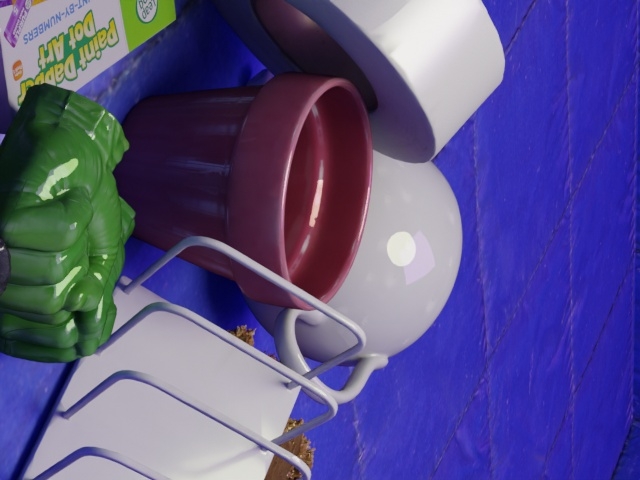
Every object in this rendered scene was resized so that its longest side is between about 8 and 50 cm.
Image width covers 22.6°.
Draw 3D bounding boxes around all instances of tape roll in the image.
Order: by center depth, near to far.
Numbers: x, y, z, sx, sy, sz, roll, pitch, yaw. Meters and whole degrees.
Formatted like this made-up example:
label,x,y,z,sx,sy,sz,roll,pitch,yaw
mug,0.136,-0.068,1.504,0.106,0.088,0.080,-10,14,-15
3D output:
label,x,y,z,sx,sy,sz,roll,pitch,yaw
tape roll,0.023,-0.199,1.410,0.100,0.286,0.286,-49,150,-11

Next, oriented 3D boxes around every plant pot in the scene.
label,x,y,z,sx,sy,sz,roll,pitch,yaw
plant pot,-0.073,-0.052,1.383,0.201,0.180,0.201,10,90,-69

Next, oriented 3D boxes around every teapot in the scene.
label,x,y,z,sx,sy,sz,roll,pitch,yaw
teapot,0.000,0.000,1.551,0.187,0.256,0.252,21,98,-45

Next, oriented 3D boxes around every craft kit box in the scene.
label,x,y,z,sx,sy,sz,roll,pitch,yaw
craft kit box,-0.196,-0.238,1.178,0.250,0.061,0.246,-49,145,-53

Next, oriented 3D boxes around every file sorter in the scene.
label,x,y,z,sx,sy,sz,roll,pitch,yaw
file sorter,-0.109,0.167,1.284,0.173,0.193,0.277,-34,-152,56

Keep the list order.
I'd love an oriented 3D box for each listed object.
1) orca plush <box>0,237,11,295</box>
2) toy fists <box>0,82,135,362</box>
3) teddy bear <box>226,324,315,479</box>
label,x,y,z,sx,sy,sz,roll,pitch,yaw
orca plush,-0.278,-0.035,0.993,0.287,0.151,0.102,58,21,-31
toy fists,-0.189,0.008,1.160,0.279,0.096,0.142,104,8,-70
teddy bear,-0.088,0.214,1.584,0.338,0.113,0.245,44,63,-73
